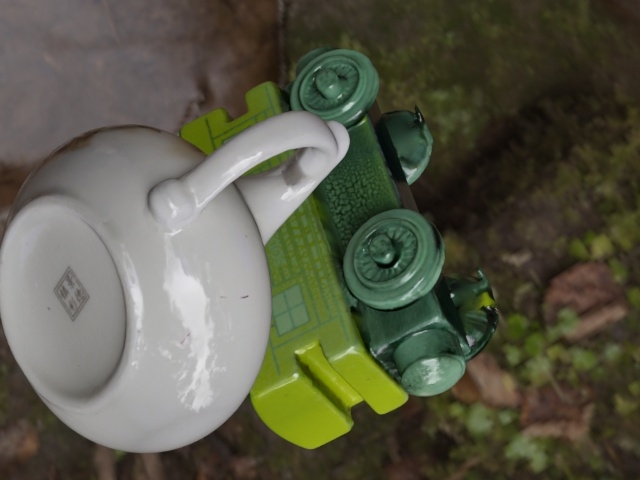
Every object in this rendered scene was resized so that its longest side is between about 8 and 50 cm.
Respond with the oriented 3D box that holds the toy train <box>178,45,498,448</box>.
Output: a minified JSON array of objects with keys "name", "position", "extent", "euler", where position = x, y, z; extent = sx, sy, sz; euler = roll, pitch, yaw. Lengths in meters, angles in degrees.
[{"name":"toy train","position":[0.000,0.000,1.699],"extent":[0.272,0.442,0.179],"euler":[-27,141,12]}]

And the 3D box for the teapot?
[{"name":"teapot","position":[-0.102,0.023,1.034],"extent":[0.139,0.204,0.298],"euler":[-8,154,-46]}]
